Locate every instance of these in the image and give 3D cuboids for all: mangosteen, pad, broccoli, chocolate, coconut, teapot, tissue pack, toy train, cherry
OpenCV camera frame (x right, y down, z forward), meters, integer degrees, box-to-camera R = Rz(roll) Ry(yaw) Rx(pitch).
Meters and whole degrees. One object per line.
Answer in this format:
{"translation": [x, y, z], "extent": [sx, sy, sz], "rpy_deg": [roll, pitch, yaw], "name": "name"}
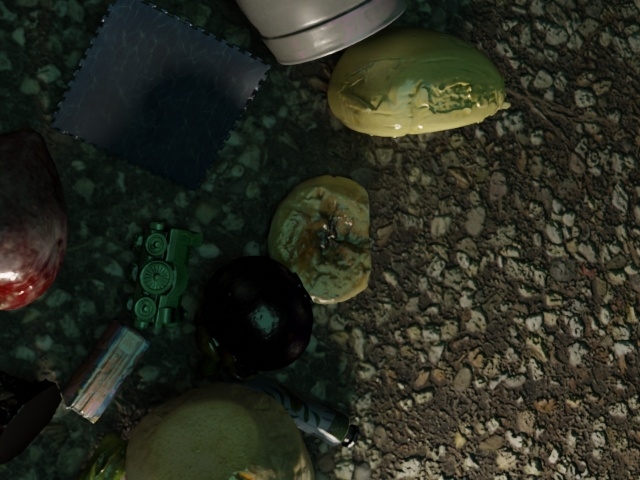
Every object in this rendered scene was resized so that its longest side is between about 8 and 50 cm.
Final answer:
{"translation": [-0.122, 0.134, 1.893], "extent": [0.230, 0.194, 0.194], "rpy_deg": [-35, 106, 7], "name": "mangosteen"}
{"translation": [-0.251, -0.227, 1.827], "extent": [0.269, 0.012, 0.269], "rpy_deg": [23, 119, -18], "name": "pad"}
{"translation": [-0.390, 0.442, 1.856], "extent": [0.165, 0.145, 0.304], "rpy_deg": [40, 69, -22], "name": "broccoli"}
{"translation": [-0.501, 0.248, 1.805], "extent": [0.133, 0.156, 0.156], "rpy_deg": [35, 82, 11], "name": "chocolate"}
{"translation": [-0.161, 0.381, 1.849], "extent": [0.329, 0.329, 0.328], "rpy_deg": [-2, 95, -19], "name": "coconut"}
{"translation": [-0.283, -0.280, 1.857], "extent": [0.091, 0.124, 0.092], "rpy_deg": [-58, 151, 9], "name": "teapot"}
{"translation": [-0.339, 0.204, 1.850], "extent": [0.065, 0.115, 0.155], "rpy_deg": [38, 83, -16], "name": "tissue pack"}
{"translation": [-0.256, 0.059, 1.894], "extent": [0.105, 0.071, 0.178], "rpy_deg": [9, 91, -31], "name": "toy train"}
{"translation": [-0.474, -0.028, 1.726], "extent": [0.203, 0.230, 0.300], "rpy_deg": [4, 71, 22], "name": "cherry"}

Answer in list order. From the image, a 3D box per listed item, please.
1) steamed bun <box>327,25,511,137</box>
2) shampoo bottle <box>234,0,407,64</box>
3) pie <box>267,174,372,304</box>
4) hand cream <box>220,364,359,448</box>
{"translation": [0.162, -0.268, 1.926], "extent": [0.273, 0.232, 0.166], "rpy_deg": [-12, 104, -19], "name": "steamed bun"}
{"translation": [-0.013, -0.430, 1.827], "extent": [0.273, 0.273, 0.266], "rpy_deg": [-29, 111, -15], "name": "shampoo bottle"}
{"translation": [-0.001, 0.000, 1.987], "extent": [0.185, 0.052, 0.218], "rpy_deg": [-6, 95, -13], "name": "pie"}
{"translation": [-0.052, 0.280, 1.979], "extent": [0.271, 0.091, 0.058], "rpy_deg": [30, 106, -22], "name": "hand cream"}
